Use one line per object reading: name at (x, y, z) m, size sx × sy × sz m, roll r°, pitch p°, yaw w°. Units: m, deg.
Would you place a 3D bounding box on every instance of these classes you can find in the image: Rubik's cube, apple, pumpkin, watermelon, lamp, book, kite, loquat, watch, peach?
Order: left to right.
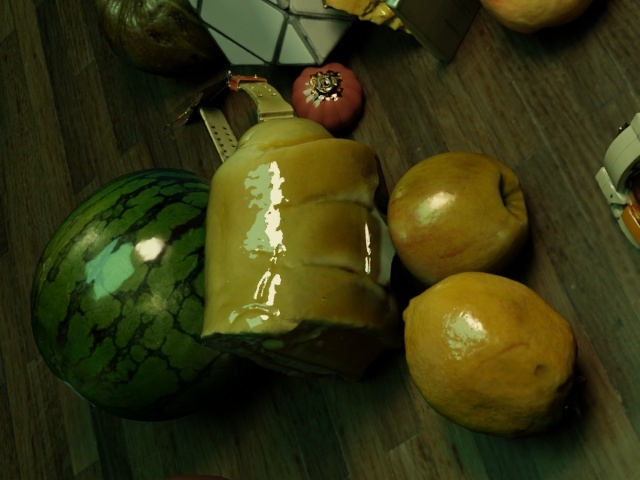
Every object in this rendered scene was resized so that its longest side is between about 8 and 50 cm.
watermelon at (-0.225, 0.075, 1.577) m, size 0.363 × 0.363 × 0.363 m, roll -16°, pitch 64°, yaw 35°
pumpkin at (-0.257, -0.394, 1.849) m, size 0.325 × 0.242 × 0.232 m, roll 2°, pitch 66°, yaw 45°
kite at (-0.196, -0.228, 1.826) m, size 0.160 × 0.010 × 0.183 m, roll -41°, pitch 2°, yaw -22°
watch at (-0.112, -0.174, 1.718) m, size 0.268 × 0.102 × 0.165 m, roll 58°, pitch 142°, yaw 37°
Rubik's cube at (-0.064, -0.398, 1.670) m, size 0.205 × 0.207 × 0.205 m, roll 9°, pitch 53°, yaw 42°
lamp at (0.010, -0.211, 1.651) m, size 0.107 × 0.092 × 0.107 m, roll -1°, pitch 72°, yaw 3°
apple at (0.173, -0.028, 1.389) m, size 0.155 × 0.182 × 0.182 m, roll -17°, pitch 63°, yaw 24°
book at (0.198, -0.395, 1.492) m, size 0.025 × 0.215 × 0.282 m, roll 31°, pitch 92°, yaw 28°
loquat at (0.199, 0.136, 1.295) m, size 0.234 × 0.187 × 0.176 m, roll 33°, pitch 84°, yaw 13°
peach at (0.276, -0.355, 1.433) m, size 0.184 × 0.184 × 0.184 m, roll -16°, pitch 64°, yaw 35°

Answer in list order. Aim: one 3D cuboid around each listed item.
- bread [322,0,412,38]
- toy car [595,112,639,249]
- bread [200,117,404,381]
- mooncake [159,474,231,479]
bread at (0.103, -0.430, 1.570) m, size 0.162 × 0.204 × 0.262 m, roll 155°, pitch 123°, yaw -63°
toy car at (0.398, -0.013, 1.181) m, size 0.193 × 0.118 × 0.301 m, roll 111°, pitch 150°, yaw -54°
bread at (0.000, 0.000, 1.446) m, size 0.210 × 0.300 × 0.341 m, roll -13°, pitch 62°, yaw 30°
mooncake at (-0.164, 0.474, 1.476) m, size 0.334 × 0.174 × 0.325 m, roll -4°, pitch 74°, yaw 35°
